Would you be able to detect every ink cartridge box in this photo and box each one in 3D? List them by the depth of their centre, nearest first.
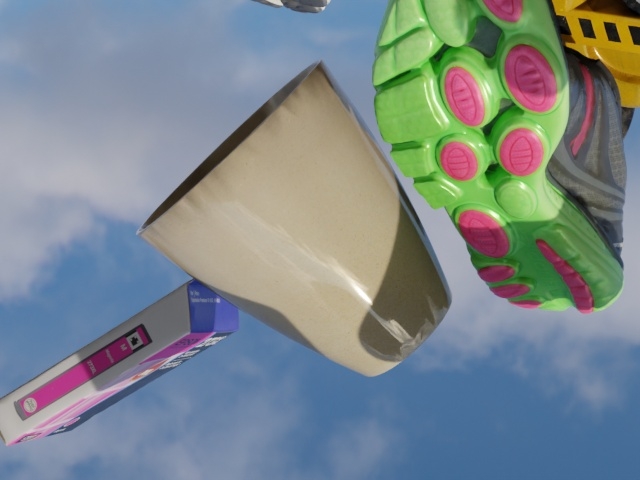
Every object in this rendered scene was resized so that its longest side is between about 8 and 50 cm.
[{"bbox_3d":[-0.228,0.140,1.439,0.371,0.176,0.069,-34,-101,11],"label":"ink cartridge box"}]

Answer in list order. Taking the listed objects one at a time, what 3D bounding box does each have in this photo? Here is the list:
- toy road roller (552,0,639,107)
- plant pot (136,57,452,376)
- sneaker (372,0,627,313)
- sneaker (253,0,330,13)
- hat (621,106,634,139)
[{"bbox_3d":[0.267,-0.275,1.168,0.330,0.240,0.202,12,-128,16],"label":"toy road roller"},{"bbox_3d":[0.000,0.000,1.156,0.274,0.256,0.256,46,-139,-9],"label":"plant pot"},{"bbox_3d":[0.183,-0.117,1.076,0.185,0.483,0.202,1,-124,24],"label":"sneaker"},{"bbox_3d":[-0.058,-0.230,0.594,0.107,0.275,0.110,13,-105,25],"label":"sneaker"},{"bbox_3d":[0.361,-0.178,1.578,0.134,0.331,0.331,25,-140,4],"label":"hat"}]
